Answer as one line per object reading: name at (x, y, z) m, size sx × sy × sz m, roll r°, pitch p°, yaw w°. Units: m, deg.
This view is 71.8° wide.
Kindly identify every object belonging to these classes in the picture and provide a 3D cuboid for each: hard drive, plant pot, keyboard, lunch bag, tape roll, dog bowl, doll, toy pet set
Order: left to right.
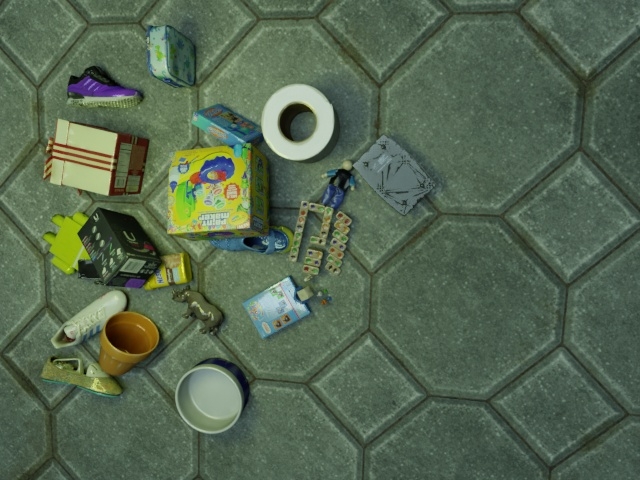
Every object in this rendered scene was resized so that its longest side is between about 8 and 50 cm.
keyboard at (-0.849, 0.127, 1.729) m, size 0.180 × 0.023 × 0.108 m, roll 3°, pitch 101°, yaw -13°
plant pot at (-0.756, 0.412, 1.701) m, size 0.205 × 0.205 × 0.188 m, roll 39°, pitch 116°, yaw 3°
lunch bag at (-0.513, -0.626, 1.526) m, size 0.090 × 0.219 × 0.176 m, roll 1°, pitch 97°, yaw 10°
dog bowl at (-0.413, 0.594, 1.701) m, size 0.265 × 0.104 × 0.265 m, roll 1°, pitch 96°, yaw 9°
tape roll at (-0.063, -0.390, 1.507) m, size 0.246 × 0.169 × 0.246 m, roll 1°, pitch 96°, yaw 8°
toy pet set at (-0.040, 0.193, 1.614) m, size 0.065 × 0.114 × 0.122 m, roll -28°, pitch 89°, yaw 39°
doll at (0.059, -0.199, 1.571) m, size 0.129 × 0.046 × 0.189 m, roll 28°, pitch 100°, yaw 4°
hard drive at (0.255, -0.227, 1.533) m, size 0.255 × 0.054 × 0.172 m, roll 45°, pitch 101°, yaw 2°

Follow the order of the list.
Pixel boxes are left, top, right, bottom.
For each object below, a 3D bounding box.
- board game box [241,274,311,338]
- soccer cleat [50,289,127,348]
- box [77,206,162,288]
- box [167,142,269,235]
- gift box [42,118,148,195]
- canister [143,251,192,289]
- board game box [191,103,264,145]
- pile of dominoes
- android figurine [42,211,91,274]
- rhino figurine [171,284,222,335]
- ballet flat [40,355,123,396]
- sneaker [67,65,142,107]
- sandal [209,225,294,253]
board game box at (-0.165, 0.250, 1.658) m, size 0.211 × 0.039 × 0.160 m, roll -30°, pitch 91°, yaw 9°
soccer cleat at (-0.902, 0.319, 1.728) m, size 0.331 × 0.143 × 0.116 m, roll -37°, pitch 90°, yaw 11°
box at (-0.733, 0.027, 1.614) m, size 0.143 × 0.165 × 0.270 m, roll -47°, pitch 64°, yaw 11°
box at (-0.335, -0.152, 1.484) m, size 0.290 × 0.177 × 0.279 m, roll -4°, pitch 81°, yaw 13°
gift box at (-0.814, -0.279, 1.596) m, size 0.258 × 0.255 × 0.276 m, roll 15°, pitch 95°, yaw 5°
canister at (-0.586, 0.115, 1.688) m, size 0.170 × 0.073 × 0.126 m, roll -10°, pitch 85°, yaw 8°
board game box at (-0.317, -0.397, 1.550) m, size 0.210 × 0.160 × 0.047 m, roll 31°, pitch 124°, yaw 5°
pile of dominoes at (0.000, 0.000, 1.577) m, size 0.196 × 0.040 × 0.251 m, roll 13°, pitch 107°, yaw 0°
android figurine at (-0.964, 0.017, 1.752) m, size 0.273 × 0.056 × 0.248 m, roll 34°, pitch 100°, yaw 6°
rhino figurine at (-0.475, 0.255, 1.691) m, size 0.243 × 0.073 × 0.106 m, roll 40°, pitch 104°, yaw 4°
ballet flat at (-0.957, 0.538, 1.782) m, size 0.348 × 0.123 × 0.123 m, roll 10°, pitch 98°, yaw 8°
sneaker at (-0.809, -0.573, 1.638) m, size 0.293 × 0.102 × 0.146 m, roll 1°, pitch 96°, yaw 9°
sandal at (-0.261, -0.011, 1.597) m, size 0.317 × 0.138 × 0.126 m, roll 2°, pitch 99°, yaw 10°
